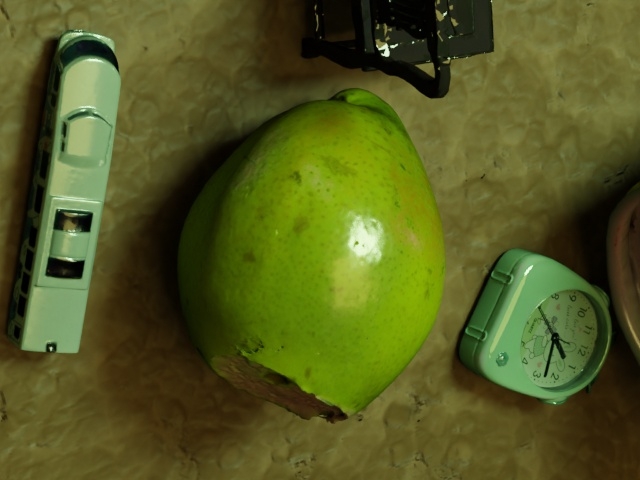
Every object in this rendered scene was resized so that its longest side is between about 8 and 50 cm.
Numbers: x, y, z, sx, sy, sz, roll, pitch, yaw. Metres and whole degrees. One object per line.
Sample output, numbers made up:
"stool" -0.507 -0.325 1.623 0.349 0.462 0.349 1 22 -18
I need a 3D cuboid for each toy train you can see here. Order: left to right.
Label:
"toy train" -0.163 -0.031 1.283 0.043 0.047 0.207 5 101 -28

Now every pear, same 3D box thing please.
"pear" 0.000 0.000 1.305 0.187 0.187 0.220 27 74 -31

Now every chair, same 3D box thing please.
"chair" 0.070 -0.159 1.276 0.113 0.229 0.106 -12 108 -23

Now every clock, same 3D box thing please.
"clock" 0.174 0.073 1.494 0.135 0.041 0.101 28 87 -32

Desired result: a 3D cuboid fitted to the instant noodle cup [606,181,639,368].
"instant noodle cup" 0.379 0.018 1.429 0.254 0.325 0.326 -27 113 -21
